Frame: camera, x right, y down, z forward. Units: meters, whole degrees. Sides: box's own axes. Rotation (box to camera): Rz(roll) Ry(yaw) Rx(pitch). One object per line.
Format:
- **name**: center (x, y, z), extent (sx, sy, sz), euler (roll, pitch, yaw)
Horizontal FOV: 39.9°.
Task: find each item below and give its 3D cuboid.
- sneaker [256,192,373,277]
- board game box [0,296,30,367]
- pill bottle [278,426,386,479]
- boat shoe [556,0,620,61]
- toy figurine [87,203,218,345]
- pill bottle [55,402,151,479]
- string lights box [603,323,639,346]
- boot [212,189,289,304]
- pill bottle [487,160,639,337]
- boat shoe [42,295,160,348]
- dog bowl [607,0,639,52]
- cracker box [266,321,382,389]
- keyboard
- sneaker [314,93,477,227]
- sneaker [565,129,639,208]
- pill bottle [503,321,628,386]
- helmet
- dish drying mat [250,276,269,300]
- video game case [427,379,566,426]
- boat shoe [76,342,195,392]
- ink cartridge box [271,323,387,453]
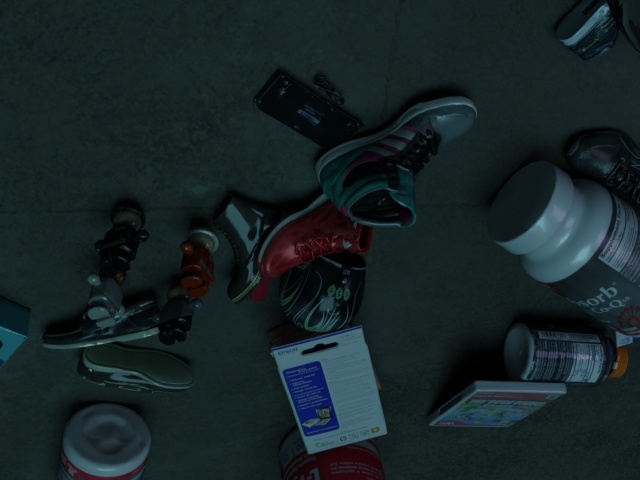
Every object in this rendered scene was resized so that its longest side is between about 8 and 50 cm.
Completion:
- **sneaker**: center (0.000, 0.000, 1.522), extent (0.221, 0.128, 0.087), euler (-44, 137, -11)
- **board game box**: center (-0.738, 0.160, 1.574), extent (0.336, 0.079, 0.254), euler (31, 116, -31)
- **pill bottle**: center (0.046, 0.595, 1.869), extent (0.229, 0.407, 0.229), euler (-6, 128, -8)
- **boat shoe**: center (0.472, -0.374, 1.425), extent (0.083, 0.065, 0.183), euler (26, 121, -38)
- **toy figurine**: center (-0.295, 0.059, 1.541), extent (0.213, 0.148, 0.209), euler (14, 130, -13)
- **pill bottle**: center (-0.465, 0.508, 1.842), extent (0.176, 0.176, 0.318), euler (7, 125, -17)
- **string lights box**: center (0.703, 0.114, 1.805), extent (0.260, 0.133, 0.077), euler (-18, 129, 2)
- **boot**: center (-0.154, 0.009, 1.591), extent (0.137, 0.077, 0.198), euler (25, 106, -22)
- **pill bottle**: center (0.499, 0.014, 1.626), extent (0.363, 0.210, 0.210), euler (30, 117, -21)
- **boat shoe**: center (-0.412, 0.157, 1.657), extent (0.233, 0.084, 0.079), euler (-11, 93, 5)
- **dog bowl**: center (0.603, -0.426, 1.302), extent (0.408, 0.150, 0.408), euler (-11, 122, -19)
- **cracker box**: center (0.010, 0.248, 1.807), extent (0.156, 0.067, 0.232), euler (-25, 128, 8)
- **keyboard**: center (-0.010, -0.222, 1.465), extent (0.180, 0.023, 0.108), euler (28, 124, -30)
- **sneaker**: center (0.144, -0.118, 1.464), extent (0.295, 0.178, 0.124), euler (-27, 142, 9)
- **sneaker**: center (0.573, -0.121, 1.613), extent (0.267, 0.106, 0.101), euler (16, 125, -21)
- **pill bottle**: center (0.526, 0.245, 1.873), extent (0.246, 0.130, 0.130), euler (6, 126, -16)
- **helmet**: center (0.001, 0.093, 1.635), extent (0.169, 0.169, 0.161), euler (16, 106, -23)
- **dish drying mat**: center (-0.115, 0.082, 1.689), extent (0.032, 0.008, 0.083), euler (1, 126, -14)
- **video game case**: center (0.377, 0.359, 1.917), extent (0.204, 0.025, 0.285), euler (4, 154, -13)
- **boat shoe**: center (-0.362, 0.259, 1.735), extent (0.228, 0.081, 0.068), euler (18, 130, -20)
- **ink cartridge box**: center (0.021, 0.286, 1.746), extent (0.176, 0.069, 0.371), euler (-15, 136, 0)
